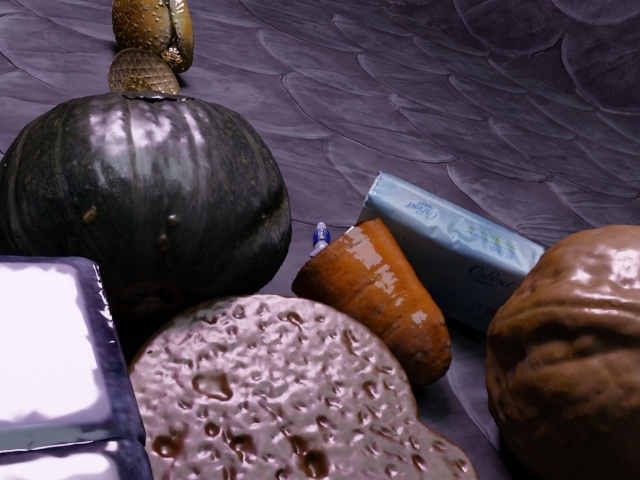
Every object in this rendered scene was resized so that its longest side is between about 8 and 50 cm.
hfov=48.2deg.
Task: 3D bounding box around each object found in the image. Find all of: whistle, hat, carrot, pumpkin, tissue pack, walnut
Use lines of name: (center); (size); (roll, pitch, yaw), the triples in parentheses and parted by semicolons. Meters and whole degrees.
whistle: (0.000, 0.000, 1.138); (0.033, 0.029, 0.083); (3, 40, -2)
hat: (-0.339, -0.274, 1.322); (0.146, 0.067, 0.146); (14, 69, -40)
carrot: (0.088, 0.092, 0.948); (0.225, 0.159, 0.159); (47, 37, 19)
pumpkin: (-0.199, -0.028, 0.816); (0.327, 0.291, 0.258); (11, 57, -39)
tissue pack: (0.172, 0.024, 1.066); (0.263, 0.177, 0.089); (25, 51, 5)
walnut: (0.340, 0.136, 0.818); (0.306, 0.344, 0.306); (4, 67, -10)

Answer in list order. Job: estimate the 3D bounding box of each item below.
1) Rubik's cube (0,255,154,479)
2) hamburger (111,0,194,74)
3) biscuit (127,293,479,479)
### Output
Rubik's cube: (-0.262, 0.209, 0.352); (0.316, 0.318, 0.313); (2, 36, -32)
hamburger: (-0.338, -0.430, 1.447); (0.122, 0.189, 0.215); (-15, 48, -33)
biscuit: (-0.029, 0.221, 0.647); (0.350, 0.070, 0.394); (8, 46, -3)
